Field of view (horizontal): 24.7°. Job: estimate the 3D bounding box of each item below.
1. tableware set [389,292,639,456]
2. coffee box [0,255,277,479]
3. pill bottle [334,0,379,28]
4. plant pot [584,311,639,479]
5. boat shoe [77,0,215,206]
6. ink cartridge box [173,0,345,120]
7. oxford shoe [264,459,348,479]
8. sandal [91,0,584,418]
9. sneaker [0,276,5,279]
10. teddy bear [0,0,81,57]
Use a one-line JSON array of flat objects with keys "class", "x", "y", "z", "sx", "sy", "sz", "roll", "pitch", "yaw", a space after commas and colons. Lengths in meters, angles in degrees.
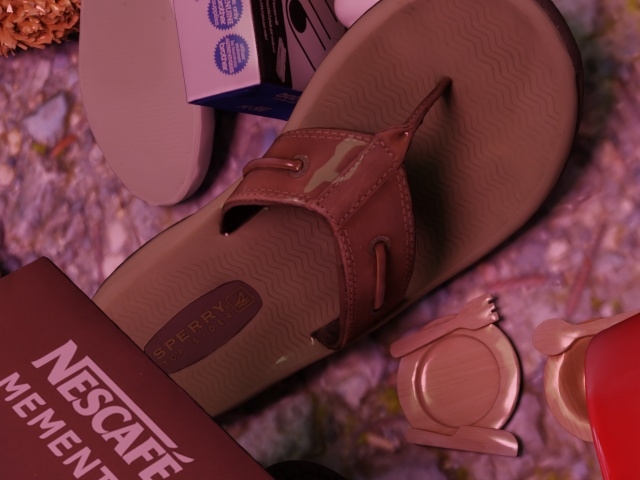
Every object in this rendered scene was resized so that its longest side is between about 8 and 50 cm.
[{"class": "tableware set", "x": 0.095, "y": 0.104, "z": 0.653, "sx": 0.141, "sy": 0.020, "sz": 0.168, "roll": -10, "pitch": 76, "yaw": 30}, {"class": "coffee box", "x": -0.093, "y": 0.176, "z": 0.590, "sx": 0.119, "sy": 0.297, "sz": 0.168, "roll": -31, "pitch": 53, "yaw": -26}, {"class": "pill bottle", "x": 0.042, "y": -0.132, "z": 0.704, "sx": 0.065, "sy": 0.065, "sz": 0.116, "roll": 8, "pitch": 85, "yaw": 32}, {"class": "plant pot", "x": 0.205, "y": 0.085, "z": 0.490, "sx": 0.174, "sy": 0.191, "sz": 0.191, "roll": -27, "pitch": 68, "yaw": 22}, {"class": "boat shoe", "x": -0.080, "y": -0.134, "z": 0.765, "sx": 0.079, "sy": 0.081, "sz": 0.227, "roll": 4, "pitch": 109, "yaw": 33}, {"class": "ink cartridge box", "x": -0.037, "y": -0.168, "z": 0.723, "sx": 0.046, "sy": 0.097, "sz": 0.207, "roll": -12, "pitch": 84, "yaw": 28}, {"class": "oxford shoe", "x": 0.018, "y": 0.206, "z": 0.633, "sx": 0.096, "sy": 0.083, "sz": 0.227, "roll": -47, "pitch": 63, "yaw": 50}, {"class": "sandal", "x": 0.000, "y": 0.002, "z": 0.668, "sx": 0.120, "sy": 0.086, "sz": 0.303, "roll": 44, "pitch": 113, "yaw": -6}, {"class": "sneaker", "x": -0.201, "y": 0.043, "z": 0.818, "sx": 0.083, "sy": 0.087, "sz": 0.221, "roll": 106, "pitch": 149, "yaw": -47}, {"class": "teddy bear", "x": -0.226, "y": -0.195, "z": 0.825, "sx": 0.338, "sy": 0.113, "sz": 0.245, "roll": -30, "pitch": 103, "yaw": 15}]
